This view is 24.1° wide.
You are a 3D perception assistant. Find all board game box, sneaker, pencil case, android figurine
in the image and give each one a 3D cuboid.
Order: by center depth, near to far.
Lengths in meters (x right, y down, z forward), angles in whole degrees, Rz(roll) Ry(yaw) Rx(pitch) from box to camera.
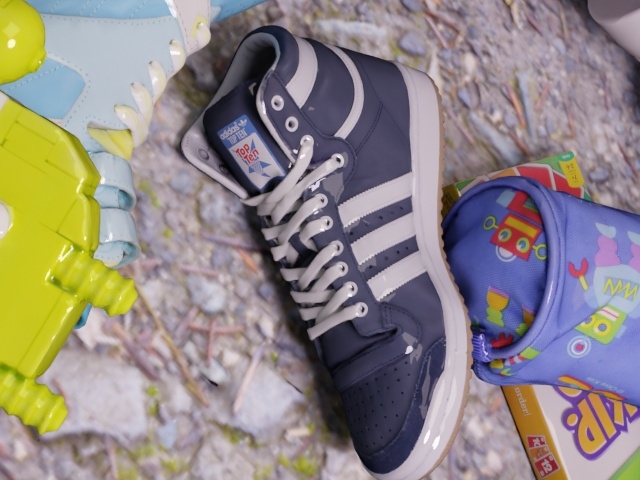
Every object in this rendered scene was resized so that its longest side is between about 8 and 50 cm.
[{"bbox_3d":[-0.216,-0.014,0.685,0.273,0.056,0.248,33,89,2],"label":"android figurine"},{"bbox_3d":[-0.116,-0.069,0.821,0.319,0.127,0.208,-22,84,-30],"label":"sneaker"},{"bbox_3d":[0.000,0.000,0.890,0.153,0.099,0.282,19,55,-35],"label":"sneaker"},{"bbox_3d":[0.213,0.055,0.974,0.306,0.119,0.133,17,84,-31],"label":"pencil case"},{"bbox_3d":[0.171,0.073,1.035,0.124,0.039,0.259,-16,86,-38],"label":"board game box"}]

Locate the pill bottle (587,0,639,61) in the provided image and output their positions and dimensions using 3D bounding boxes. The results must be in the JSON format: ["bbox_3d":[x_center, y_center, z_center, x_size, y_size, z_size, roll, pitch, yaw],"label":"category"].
[{"bbox_3d":[0.405,-0.102,1.144,0.407,0.229,0.229,39,54,-18],"label":"pill bottle"}]
